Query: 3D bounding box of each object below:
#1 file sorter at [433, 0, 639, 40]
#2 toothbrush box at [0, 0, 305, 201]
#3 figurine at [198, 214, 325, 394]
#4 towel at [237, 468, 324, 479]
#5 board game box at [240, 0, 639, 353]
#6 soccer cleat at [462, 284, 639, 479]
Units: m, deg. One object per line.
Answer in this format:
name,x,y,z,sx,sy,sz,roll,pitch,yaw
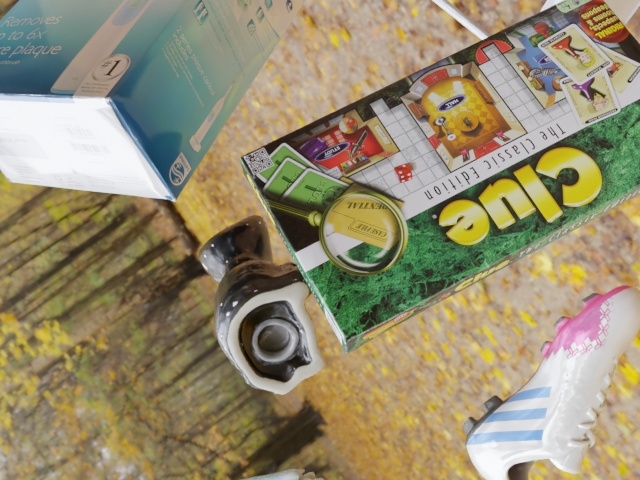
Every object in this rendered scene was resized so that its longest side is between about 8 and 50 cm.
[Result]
file sorter,0.199,-0.294,0.608,0.173,0.193,0.277,45,138,15
toothbrush box,-0.179,-0.193,0.802,0.216,0.295,0.126,8,143,29
figurine,0.000,0.000,0.695,0.092,0.215,0.209,61,176,-26
towel,-0.149,0.354,0.896,0.320,0.375,0.090,75,-178,-61
board game box,0.096,-0.050,0.509,0.136,0.260,0.030,59,170,18
soccer cleat,0.326,0.208,1.071,0.116,0.331,0.143,9,-145,-44
